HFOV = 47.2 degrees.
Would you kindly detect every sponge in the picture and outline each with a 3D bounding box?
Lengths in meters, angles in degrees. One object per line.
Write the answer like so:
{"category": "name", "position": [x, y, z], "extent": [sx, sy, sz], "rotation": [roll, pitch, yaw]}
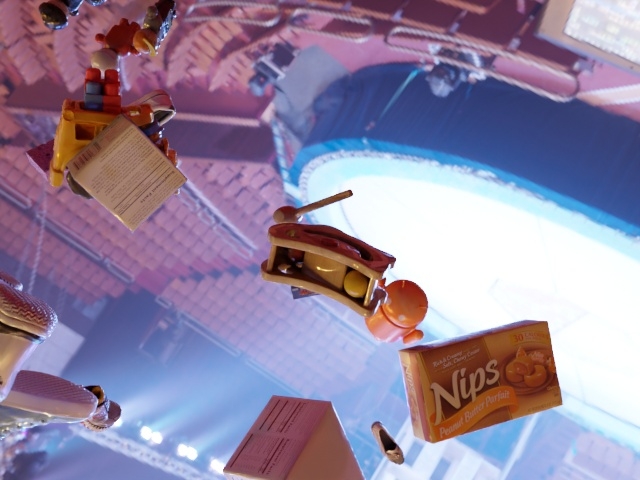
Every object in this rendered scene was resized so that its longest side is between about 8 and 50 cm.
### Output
{"category": "sponge", "position": [-0.570, -0.220, 1.716], "extent": [0.117, 0.210, 0.031], "rotation": [36, 148, 39]}

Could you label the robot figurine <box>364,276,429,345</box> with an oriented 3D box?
{"category": "robot figurine", "position": [0.187, 0.174, 1.822], "extent": [0.128, 0.158, 0.219], "rotation": [13, 149, -15]}

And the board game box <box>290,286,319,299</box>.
{"category": "board game box", "position": [-0.003, 0.091, 1.901], "extent": [0.201, 0.136, 0.035], "rotation": [-87, -16, -73]}

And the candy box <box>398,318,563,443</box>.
{"category": "candy box", "position": [0.330, 0.281, 1.500], "extent": [0.316, 0.183, 0.087], "rotation": [-10, 179, -19]}

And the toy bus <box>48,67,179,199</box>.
{"category": "toy bus", "position": [-0.349, -0.186, 1.271], "extent": [0.220, 0.211, 0.149], "rotation": [4, -162, -20]}

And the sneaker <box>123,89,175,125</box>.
{"category": "sneaker", "position": [-0.529, -0.331, 2.070], "extent": [0.091, 0.258, 0.094], "rotation": [55, 180, 35]}

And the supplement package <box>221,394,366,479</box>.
{"category": "supplement package", "position": [-0.038, 0.471, 1.438], "extent": [0.145, 0.204, 0.262], "rotation": [-1, 124, 33]}

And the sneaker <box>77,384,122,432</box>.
{"category": "sneaker", "position": [-0.550, 0.406, 1.787], "extent": [0.088, 0.092, 0.225], "rotation": [61, -173, 25]}

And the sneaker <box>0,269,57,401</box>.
{"category": "sneaker", "position": [-0.587, 0.150, 1.217], "extent": [0.366, 0.210, 0.137], "rotation": [20, 167, 46]}

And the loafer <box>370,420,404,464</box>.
{"category": "loafer", "position": [0.161, 0.484, 1.727], "extent": [0.125, 0.045, 0.039], "rotation": [57, 171, -11]}

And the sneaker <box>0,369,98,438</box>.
{"category": "sneaker", "position": [-0.630, 0.340, 1.439], "extent": [0.365, 0.150, 0.135], "rotation": [9, -172, -7]}

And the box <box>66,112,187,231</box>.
{"category": "box", "position": [-0.309, -0.109, 1.174], "extent": [0.137, 0.126, 0.072], "rotation": [49, 174, -37]}

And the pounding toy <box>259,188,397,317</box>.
{"category": "pounding toy", "position": [0.000, 0.000, 1.175], "extent": [0.269, 0.155, 0.154], "rotation": [27, -157, 35]}

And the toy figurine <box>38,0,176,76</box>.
{"category": "toy figurine", "position": [-0.413, -0.441, 1.434], "extent": [0.209, 0.148, 0.213], "rotation": [-5, 140, 39]}
